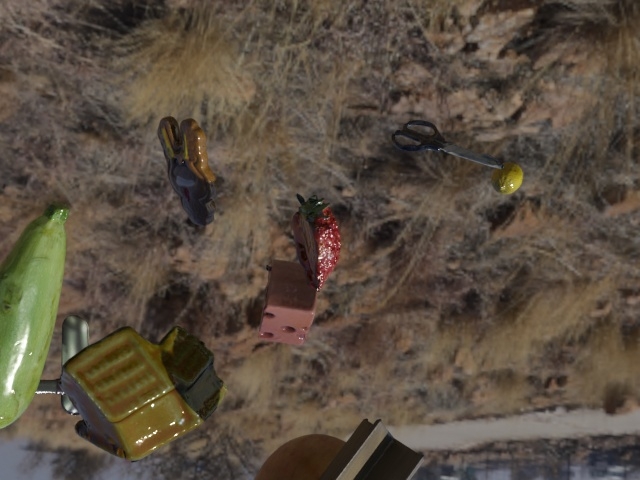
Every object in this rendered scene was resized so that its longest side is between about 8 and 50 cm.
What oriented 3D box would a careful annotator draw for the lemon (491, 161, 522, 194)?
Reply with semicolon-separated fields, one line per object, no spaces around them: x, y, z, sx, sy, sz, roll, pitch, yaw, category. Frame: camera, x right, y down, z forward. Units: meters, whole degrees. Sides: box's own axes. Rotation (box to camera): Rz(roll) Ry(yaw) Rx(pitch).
0.509;-0.168;2.008;0.082;0.110;0.082;23;140;21;lemon

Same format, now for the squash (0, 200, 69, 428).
-0.464;0.118;1.124;0.118;0.370;0.118;19;-172;-3;squash

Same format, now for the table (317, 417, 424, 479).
0.053;0.406;1.183;0.167;0.226;0.167;37;164;12;table

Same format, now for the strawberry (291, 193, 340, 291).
0.000;-0.004;1.512;0.085;0.192;0.140;-11;154;-23;strawberry

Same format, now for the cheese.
-0.078;0.149;1.698;0.128;0.202;0.177;11;180;-3;cheese

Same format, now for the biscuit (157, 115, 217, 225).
-0.337;-0.173;1.879;0.044;0.295;0.186;-30;-151;-36;biscuit

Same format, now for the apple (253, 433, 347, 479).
-0.004;0.700;1.832;0.401;0.333;0.400;20;133;23;apple

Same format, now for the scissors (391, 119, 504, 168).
0.292;-0.213;1.681;0.300;0.109;0.022;27;147;40;scissors

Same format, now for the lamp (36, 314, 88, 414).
-0.621;0.248;1.498;0.284;0.203;0.124;-2;155;8;lamp

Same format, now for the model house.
-0.325;0.242;1.302;0.173;0.268;0.239;33;146;48;model house
